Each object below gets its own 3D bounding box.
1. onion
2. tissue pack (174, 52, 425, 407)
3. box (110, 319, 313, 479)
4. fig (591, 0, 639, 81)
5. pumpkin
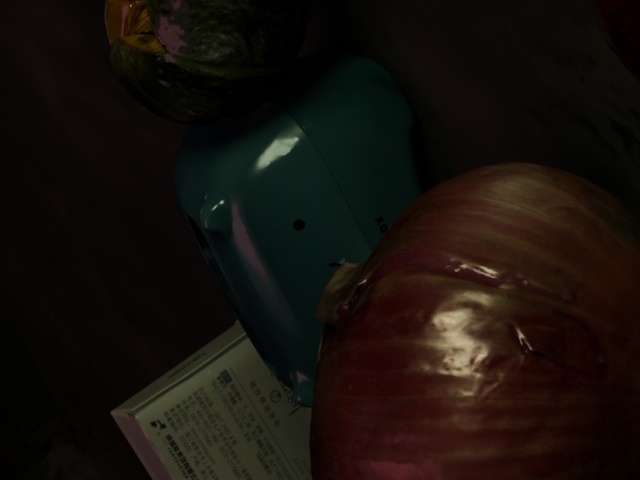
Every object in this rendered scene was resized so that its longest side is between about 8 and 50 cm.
[{"bbox_3d":[0.139,0.116,1.364,0.353,0.354,0.353,47,159,24],"label":"onion"},{"bbox_3d":[0.000,0.000,1.661,0.198,0.206,0.287,21,140,60],"label":"tissue pack"},{"bbox_3d":[-0.082,0.257,2.276,0.274,0.203,0.116,58,161,-10],"label":"box"},{"bbox_3d":[0.222,-0.126,0.980,0.204,0.186,0.249,35,166,4],"label":"fig"},{"bbox_3d":[-0.086,-0.208,1.549,0.238,0.159,0.238,6,97,63],"label":"pumpkin"}]
